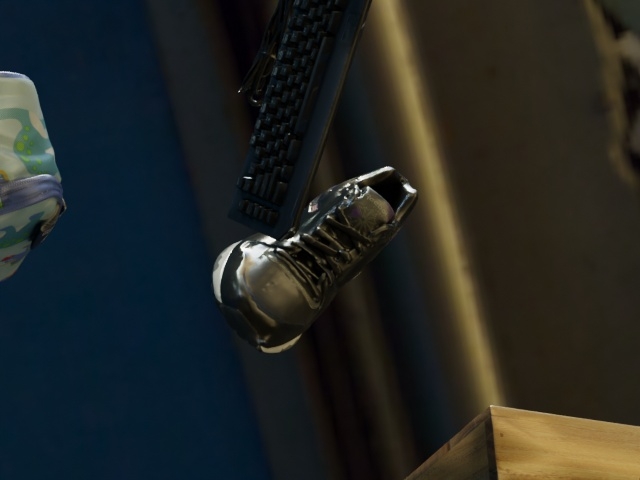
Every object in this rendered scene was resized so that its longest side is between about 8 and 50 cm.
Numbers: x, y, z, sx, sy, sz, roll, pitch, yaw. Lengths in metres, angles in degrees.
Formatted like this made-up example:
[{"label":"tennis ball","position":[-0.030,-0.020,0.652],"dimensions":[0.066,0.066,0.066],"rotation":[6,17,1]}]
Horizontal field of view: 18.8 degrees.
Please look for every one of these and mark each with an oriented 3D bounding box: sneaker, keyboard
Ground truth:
[{"label":"sneaker","position":[0.000,0.000,1.799],"dimensions":[0.107,0.124,0.283],"rotation":[48,-148,-2]},{"label":"keyboard","position":[-0.011,-0.163,1.447],"dimensions":[0.033,0.201,0.317],"rotation":[18,-88,-20]}]

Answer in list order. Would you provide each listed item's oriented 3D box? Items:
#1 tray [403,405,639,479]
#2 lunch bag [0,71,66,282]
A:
[{"label":"tray","position":[0.282,0.233,1.642],"dimensions":[0.411,0.203,0.076],"rotation":[11,-122,-21]},{"label":"lunch bag","position":[-0.247,-0.010,0.985],"dimensions":[0.219,0.176,0.090],"rotation":[-13,-101,-26]}]
